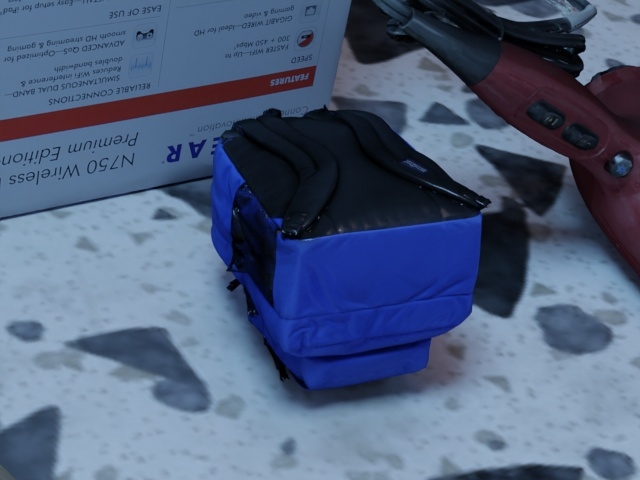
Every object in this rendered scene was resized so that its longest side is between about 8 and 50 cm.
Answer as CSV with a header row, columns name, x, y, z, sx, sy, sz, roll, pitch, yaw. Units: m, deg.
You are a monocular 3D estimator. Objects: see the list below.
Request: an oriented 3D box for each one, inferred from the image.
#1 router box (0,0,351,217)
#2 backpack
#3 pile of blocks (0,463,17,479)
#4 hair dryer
name,x,y,z,sx,sy,sz,roll,pitch,yaw
router box,-0.131,-0.155,0.817,0.335,0.301,0.082,-12,41,-33
backpack,0.000,0.000,0.806,0.098,0.101,0.120,-3,32,-24
pile of blocks,-0.123,0.122,0.540,0.149,0.112,0.362,-49,37,-16
hair dryer,0.119,-0.045,0.881,0.293,0.080,0.223,43,28,8
